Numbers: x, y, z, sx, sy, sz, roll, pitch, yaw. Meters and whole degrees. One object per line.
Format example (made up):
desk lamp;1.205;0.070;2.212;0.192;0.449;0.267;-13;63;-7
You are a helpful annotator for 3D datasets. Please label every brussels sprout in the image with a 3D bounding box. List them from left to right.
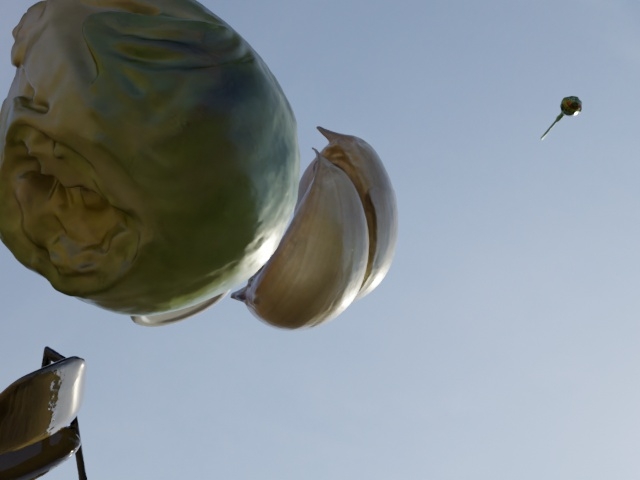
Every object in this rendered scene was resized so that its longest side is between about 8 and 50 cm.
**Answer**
brussels sprout;-0.173;-0.096;1.035;0.344;0.344;0.268;30;-26;-11

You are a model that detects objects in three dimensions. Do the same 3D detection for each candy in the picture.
candy;0.280;-0.141;1.226;0.023;0.025;0.083;62;-27;19

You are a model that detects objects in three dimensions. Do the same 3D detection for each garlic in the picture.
garlic;0.000;0.000;1.637;0.286;0.249;0.313;15;-64;-53

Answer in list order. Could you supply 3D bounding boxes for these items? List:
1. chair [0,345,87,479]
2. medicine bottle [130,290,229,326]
chair;-0.301;0.200;0.984;0.172;0.158;0.247;18;-65;35
medicine bottle;-0.225;-0.072;1.278;0.130;0.341;0.130;-21;-21;-8
